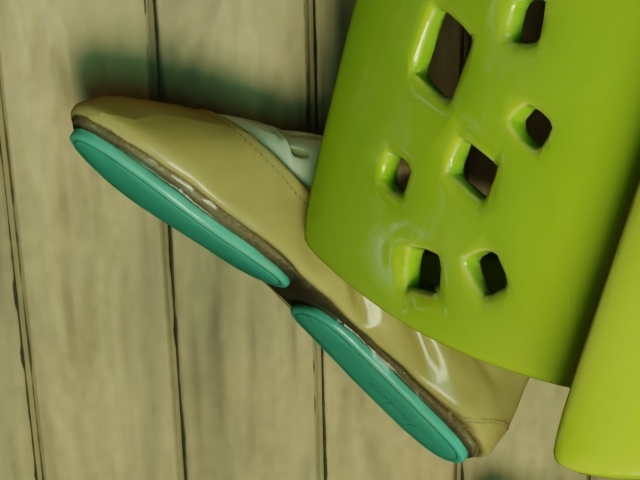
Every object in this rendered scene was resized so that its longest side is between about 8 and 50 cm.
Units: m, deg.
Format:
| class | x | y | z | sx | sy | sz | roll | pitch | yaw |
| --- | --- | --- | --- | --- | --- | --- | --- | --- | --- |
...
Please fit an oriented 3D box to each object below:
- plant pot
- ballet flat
| class | x | y | z | sx | sy | sz | roll | pitch | yaw |
| --- | --- | --- | --- | --- | --- | --- | --- | --- | --- |
| plant pot | 0.152 | -0.046 | 0.603 | 0.228 | 0.207 | 0.227 | 3 | 116 | -27 |
| ballet flat | 0.000 | 0.000 | 0.724 | 0.232 | 0.080 | 0.073 | 42 | 77 | -26 |
